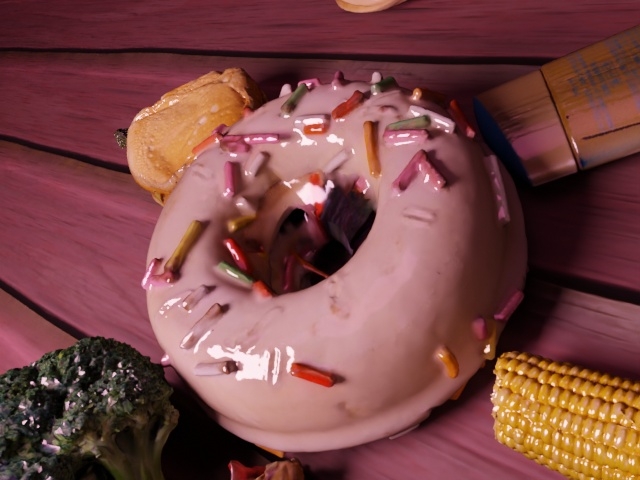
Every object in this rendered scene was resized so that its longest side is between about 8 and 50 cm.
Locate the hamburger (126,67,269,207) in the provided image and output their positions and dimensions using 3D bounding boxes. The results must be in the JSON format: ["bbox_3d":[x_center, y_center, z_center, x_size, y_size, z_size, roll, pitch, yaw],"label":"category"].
[{"bbox_3d":[-0.159,-0.134,0.865,0.213,0.108,0.214,-19,50,24],"label":"hamburger"}]

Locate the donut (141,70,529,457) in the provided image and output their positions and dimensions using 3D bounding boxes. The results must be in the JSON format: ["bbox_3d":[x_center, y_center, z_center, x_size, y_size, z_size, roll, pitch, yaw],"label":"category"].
[{"bbox_3d":[0.000,0.000,0.603,0.382,0.142,0.383,-13,56,19],"label":"donut"}]

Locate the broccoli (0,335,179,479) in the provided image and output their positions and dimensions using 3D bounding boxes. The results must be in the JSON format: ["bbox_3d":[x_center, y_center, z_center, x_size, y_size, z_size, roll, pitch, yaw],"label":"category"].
[{"bbox_3d":[-0.222,0.220,0.576,0.294,0.245,0.265,-40,-3,28],"label":"broccoli"}]

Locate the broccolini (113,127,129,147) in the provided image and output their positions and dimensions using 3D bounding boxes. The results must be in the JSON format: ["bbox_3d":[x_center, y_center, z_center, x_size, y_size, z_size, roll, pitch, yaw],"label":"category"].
[{"bbox_3d":[-0.280,-0.155,1.031,0.140,0.030,0.035,20,34,38],"label":"broccolini"}]

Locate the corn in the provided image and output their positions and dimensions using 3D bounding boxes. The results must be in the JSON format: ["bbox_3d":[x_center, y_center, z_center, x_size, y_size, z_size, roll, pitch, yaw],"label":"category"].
[{"bbox_3d":[0.224,0.136,0.410,0.248,0.081,0.081,12,65,39],"label":"corn"}]

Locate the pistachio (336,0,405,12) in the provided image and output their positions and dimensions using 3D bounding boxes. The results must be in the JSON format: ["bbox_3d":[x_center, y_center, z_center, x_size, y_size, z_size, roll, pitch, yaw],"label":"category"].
[{"bbox_3d":[0.078,-0.384,0.887,0.200,0.117,0.145,5,66,38],"label":"pistachio"}]

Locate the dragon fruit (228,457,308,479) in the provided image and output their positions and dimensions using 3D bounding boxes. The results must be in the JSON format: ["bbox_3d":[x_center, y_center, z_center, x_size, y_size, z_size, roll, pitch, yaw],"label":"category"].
[{"bbox_3d":[-0.006,0.247,0.513,0.092,0.122,0.192,-14,30,-29],"label":"dragon fruit"}]

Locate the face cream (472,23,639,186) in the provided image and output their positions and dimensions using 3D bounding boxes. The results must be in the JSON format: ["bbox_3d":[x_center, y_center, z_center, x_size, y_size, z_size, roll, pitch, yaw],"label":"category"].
[{"bbox_3d":[0.286,-0.139,0.590,0.285,0.067,0.139,-20,46,21],"label":"face cream"}]
